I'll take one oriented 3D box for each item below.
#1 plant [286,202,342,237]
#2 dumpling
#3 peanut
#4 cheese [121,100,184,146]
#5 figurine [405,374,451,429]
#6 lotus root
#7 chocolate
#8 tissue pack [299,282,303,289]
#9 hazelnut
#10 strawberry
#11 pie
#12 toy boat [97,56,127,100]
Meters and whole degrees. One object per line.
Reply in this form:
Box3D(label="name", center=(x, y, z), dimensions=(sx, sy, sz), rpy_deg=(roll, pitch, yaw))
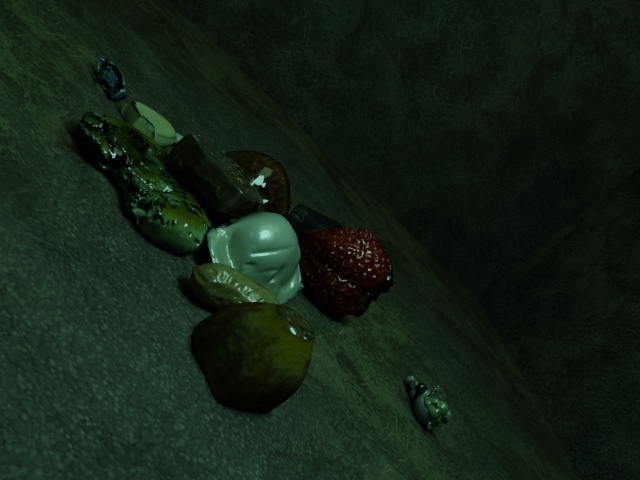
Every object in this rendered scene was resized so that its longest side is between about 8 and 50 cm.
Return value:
Box3D(label="plant", center=(0.000, 0.000, 1.965), dimensions=(0.256, 0.142, 0.164), rpy_deg=(42, 15, -9))
Box3D(label="dumpling", center=(-0.147, 0.050, 1.476), dimensions=(0.175, 0.243, 0.227), rpy_deg=(153, -76, -66))
Box3D(label="peanut", center=(-0.167, 0.116, 1.298), dimensions=(0.226, 0.095, 0.108), rpy_deg=(38, 15, -31))
Box3D(label="cheese", center=(-0.406, -0.282, 1.694), dimensions=(0.127, 0.050, 0.255), rpy_deg=(56, 17, 25))
Box3D(label="figurine", center=(0.300, 0.443, 1.798), dimensions=(0.147, 0.093, 0.197), rpy_deg=(53, 11, -28))
Box3D(label="lotus root", center=(-0.104, 0.185, 1.162), dimensions=(0.188, 0.180, 0.199), rpy_deg=(19, 33, -54))
Box3D(label="chocolate", center=(-0.235, -0.137, 1.461), dimensions=(0.214, 0.093, 0.148), rpy_deg=(51, 14, 11))
Box3D(label="tissue pack", center=(-0.089, 0.097, 1.697), dimensions=(0.108, 0.023, 0.056), rpy_deg=(23, 29, -56))
Box3D(label="hazelnut", center=(-0.177, -0.123, 1.627), dimensions=(0.234, 0.218, 0.218), rpy_deg=(47, 15, -1))
Box3D(label="strawberry", center=(0.052, 0.064, 1.775), dimensions=(0.288, 0.250, 0.239), rpy_deg=(26, 22, -14))
Box3D(label="pie", center=(-0.361, -0.126, 1.389), dimensions=(0.371, 0.078, 0.296), rpy_deg=(52, 13, 8))
Box3D(label="toy boat", center=(-0.535, -0.415, 1.642), dimensions=(0.137, 0.060, 0.061), rpy_deg=(62, -2, 30))
